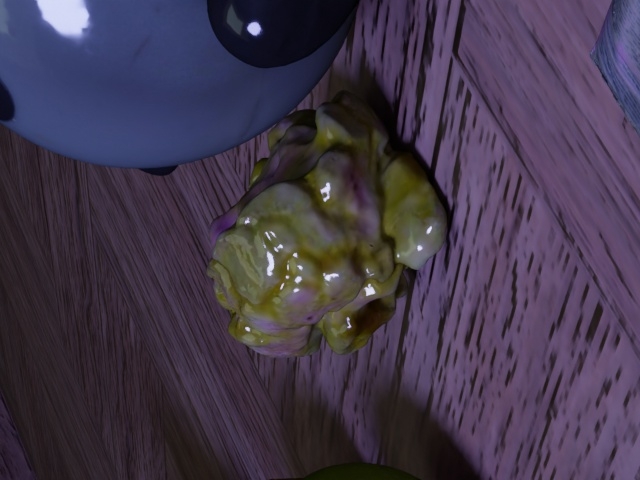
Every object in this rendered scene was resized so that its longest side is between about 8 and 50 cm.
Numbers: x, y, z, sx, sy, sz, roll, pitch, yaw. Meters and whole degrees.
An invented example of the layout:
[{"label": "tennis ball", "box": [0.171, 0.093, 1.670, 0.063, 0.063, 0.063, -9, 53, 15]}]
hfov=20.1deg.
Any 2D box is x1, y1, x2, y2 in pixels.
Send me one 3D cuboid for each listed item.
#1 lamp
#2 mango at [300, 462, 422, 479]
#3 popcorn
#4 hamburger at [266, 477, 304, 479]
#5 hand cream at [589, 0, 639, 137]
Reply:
[{"label": "lamp", "box": [-0.058, -0.124, 0.632, 0.244, 0.198, 0.197, -8, 101, 66]}, {"label": "mango", "box": [0.048, 0.235, 0.772, 0.175, 0.143, 0.293, 135, 123, -61]}, {"label": "popcorn", "box": [-0.002, 0.001, 0.741, 0.089, 0.109, 0.097, 40, -158, 0]}, {"label": "hamburger", "box": [-0.023, 0.200, 0.951, 0.115, 0.162, 0.162, 53, 158, 34]}, {"label": "hand cream", "box": [0.095, -0.053, 0.457, 0.061, 0.039, 0.143, 59, 171, 17]}]
